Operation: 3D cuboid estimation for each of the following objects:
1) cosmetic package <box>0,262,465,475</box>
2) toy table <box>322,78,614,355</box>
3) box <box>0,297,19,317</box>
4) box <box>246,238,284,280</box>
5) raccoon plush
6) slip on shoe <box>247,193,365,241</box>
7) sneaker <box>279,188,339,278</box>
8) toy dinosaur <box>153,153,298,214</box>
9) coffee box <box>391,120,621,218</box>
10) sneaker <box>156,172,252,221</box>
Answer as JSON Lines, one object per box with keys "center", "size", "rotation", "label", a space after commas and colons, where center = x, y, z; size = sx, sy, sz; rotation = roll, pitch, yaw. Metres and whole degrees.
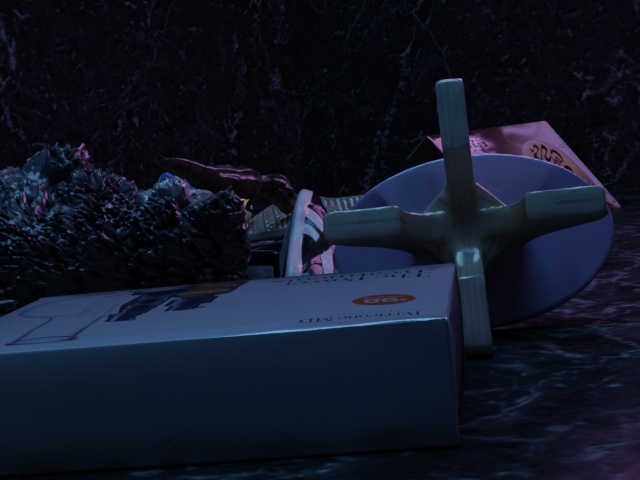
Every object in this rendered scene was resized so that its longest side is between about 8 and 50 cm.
{"center": [-0.080, 0.093, 0.995], "size": [0.377, 0.098, 0.284], "rotation": [-5, 8, 7], "label": "cosmetic package"}
{"center": [0.143, -0.013, 1.229], "size": [0.274, 0.252, 0.161], "rotation": [-17, -12, 5], "label": "toy table"}
{"center": [-0.318, 0.101, 1.224], "size": [0.062, 0.083, 0.052], "rotation": [-8, 7, -33], "label": "box"}
{"center": [-0.068, 0.043, 1.647], "size": [0.180, 0.078, 0.147], "rotation": [-2, 6, 41], "label": "box"}
{"center": [-0.276, 0.069, 1.466], "size": [0.299, 0.216, 0.446], "rotation": [14, 46, 34], "label": "raccoon plush"}
{"center": [0.000, 0.000, 1.769], "size": [0.331, 0.101, 0.123], "rotation": [0, 33, 46], "label": "slip on shoe"}
{"center": [0.017, 0.026, 1.479], "size": [0.121, 0.079, 0.217], "rotation": [15, 33, -6], "label": "sneaker"}
{"center": [-0.148, -0.060, 1.686], "size": [0.268, 0.064, 0.118], "rotation": [10, -46, -48], "label": "toy dinosaur"}
{"center": [0.234, -0.049, 1.665], "size": [0.297, 0.168, 0.119], "rotation": [-11, -33, -50], "label": "coffee box"}
{"center": [-0.214, -0.014, 1.787], "size": [0.240, 0.126, 0.091], "rotation": [-39, -4, -26], "label": "sneaker"}
